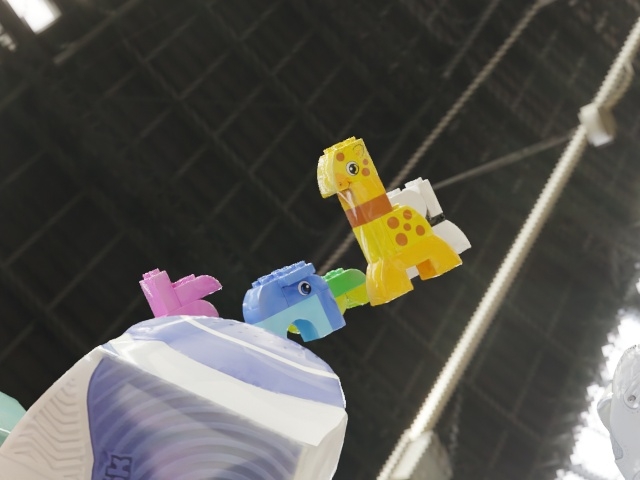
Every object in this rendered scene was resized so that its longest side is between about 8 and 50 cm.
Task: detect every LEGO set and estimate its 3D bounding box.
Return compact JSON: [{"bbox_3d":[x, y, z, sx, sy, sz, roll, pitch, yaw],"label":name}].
[{"bbox_3d":[0.000,0.000,0.786,0.227,0.087,0.093,-25,-87,-31],"label":"LEGO set"}]

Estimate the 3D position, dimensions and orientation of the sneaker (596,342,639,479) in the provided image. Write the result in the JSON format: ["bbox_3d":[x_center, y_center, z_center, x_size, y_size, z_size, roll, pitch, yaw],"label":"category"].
[{"bbox_3d":[0.285,0.111,0.750,0.137,0.366,0.210,-23,-107,-30],"label":"sneaker"}]

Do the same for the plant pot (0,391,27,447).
[{"bbox_3d":[-0.286,0.143,0.793,0.234,0.165,0.165,14,-84,-30],"label":"plant pot"}]

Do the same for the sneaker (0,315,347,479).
[{"bbox_3d":[-0.069,0.155,0.633,0.127,0.315,0.182,27,-153,13],"label":"sneaker"}]
